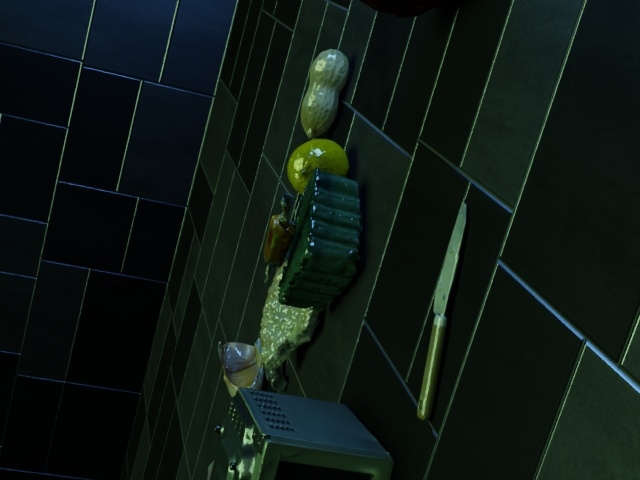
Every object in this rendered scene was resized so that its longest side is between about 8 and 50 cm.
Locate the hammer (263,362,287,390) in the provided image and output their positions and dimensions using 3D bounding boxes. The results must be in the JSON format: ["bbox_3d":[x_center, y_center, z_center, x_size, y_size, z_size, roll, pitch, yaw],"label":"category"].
[{"bbox_3d":[-0.063,0.142,2.043,0.137,0.037,0.289,-128,51,-67],"label":"hammer"}]

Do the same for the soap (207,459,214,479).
[{"bbox_3d":[-0.170,0.507,2.072,0.259,0.081,0.181,123,154,-54],"label":"soap"}]

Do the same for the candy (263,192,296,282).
[{"bbox_3d":[-0.070,-0.005,1.775,0.053,0.046,0.182,-101,21,-52],"label":"candy"}]

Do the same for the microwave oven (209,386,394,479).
[{"bbox_3d":[-0.066,0.431,1.524,0.286,0.219,0.354,-146,68,-72],"label":"microwave oven"}]

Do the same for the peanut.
[{"bbox_3d":[0.006,-0.291,2.042,0.082,0.082,0.187,-122,45,-68],"label":"peanut"}]

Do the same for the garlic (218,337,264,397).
[{"bbox_3d":[-0.172,0.284,2.221,0.174,0.099,0.124,-104,15,-55],"label":"garlic"}]

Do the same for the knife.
[{"bbox_3d":[0.160,0.089,1.352,0.047,0.017,0.297,-177,98,-80],"label":"knife"}]

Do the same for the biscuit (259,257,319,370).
[{"bbox_3d":[-0.051,0.124,1.940,0.188,0.040,0.265,38,109,57],"label":"biscuit"}]

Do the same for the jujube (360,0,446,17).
[{"bbox_3d":[0.135,-0.518,1.493,0.258,0.258,0.376,-135,51,-71],"label":"jujube"}]

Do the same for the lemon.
[{"bbox_3d":[-0.003,-0.134,1.893,0.133,0.109,0.109,-27,-35,-52],"label":"lemon"}]

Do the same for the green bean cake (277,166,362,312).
[{"bbox_3d":[0.000,0.000,1.803,0.193,0.107,0.208,121,156,-56],"label":"green bean cake"}]
